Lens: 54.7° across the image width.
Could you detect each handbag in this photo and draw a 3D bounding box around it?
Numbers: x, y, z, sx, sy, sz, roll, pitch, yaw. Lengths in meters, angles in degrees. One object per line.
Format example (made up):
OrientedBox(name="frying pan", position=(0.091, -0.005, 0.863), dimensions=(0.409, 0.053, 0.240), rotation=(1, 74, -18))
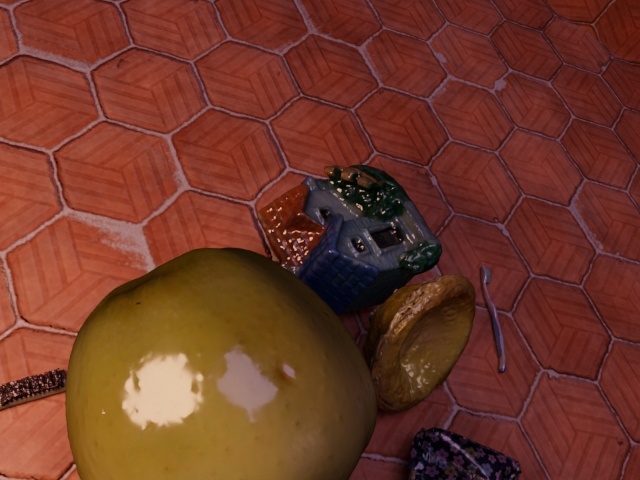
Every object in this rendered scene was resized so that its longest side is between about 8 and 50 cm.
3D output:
OrientedBox(name="handbag", position=(0.253, 0.470, 1.128), dimensions=(0.228, 0.127, 0.208), rotation=(26, 60, -4))

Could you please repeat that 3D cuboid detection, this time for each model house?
OrientedBox(name="model house", position=(0.000, 0.000, 1.210), dimensions=(0.329, 0.252, 0.295), rotation=(-10, 63, -40))

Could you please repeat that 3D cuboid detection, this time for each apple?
OrientedBox(name="apple", position=(-0.154, 0.233, 0.926), dimensions=(0.473, 0.474, 0.474), rotation=(10, 57, -15))

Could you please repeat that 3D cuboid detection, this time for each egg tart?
OrientedBox(name="egg tart", position=(0.184, 0.186, 1.214), dimensions=(0.314, 0.315, 0.120), rotation=(-27, 43, -32))

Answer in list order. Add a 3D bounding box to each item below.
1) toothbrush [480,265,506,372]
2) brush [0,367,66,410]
OrientedBox(name="toothbrush", position=(0.400, 0.177, 1.433), dimensions=(0.027, 0.021, 0.269), rotation=(6, 58, -11))
OrientedBox(name="brush", position=(-0.545, 0.261, 1.010), dimensions=(0.247, 0.036, 0.043), rotation=(-12, 60, -27))
